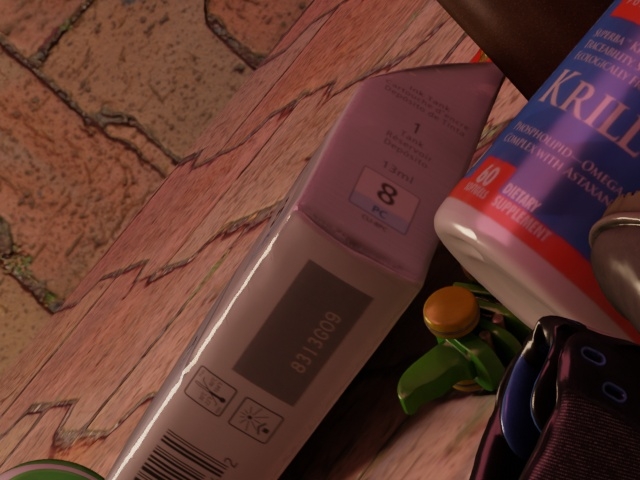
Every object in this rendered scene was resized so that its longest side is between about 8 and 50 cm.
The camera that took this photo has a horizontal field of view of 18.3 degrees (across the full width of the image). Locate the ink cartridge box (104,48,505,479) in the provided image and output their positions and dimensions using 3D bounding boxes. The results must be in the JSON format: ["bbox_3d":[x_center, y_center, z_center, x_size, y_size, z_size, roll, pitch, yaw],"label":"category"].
[{"bbox_3d":[0.000,0.000,1.271,0.308,0.091,0.385,-56,6,37],"label":"ink cartridge box"}]

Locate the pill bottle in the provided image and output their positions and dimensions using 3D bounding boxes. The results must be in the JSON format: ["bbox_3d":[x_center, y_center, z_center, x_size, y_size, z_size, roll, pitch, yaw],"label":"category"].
[{"bbox_3d":[0.163,-0.052,0.866,0.221,0.124,0.124,-50,11,-5],"label":"pill bottle"}]

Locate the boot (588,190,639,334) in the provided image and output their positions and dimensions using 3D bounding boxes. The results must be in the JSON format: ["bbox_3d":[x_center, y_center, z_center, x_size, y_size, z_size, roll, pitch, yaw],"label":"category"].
[{"bbox_3d":[0.107,0.088,0.697,0.208,0.076,0.190,-55,26,-8],"label":"boot"}]

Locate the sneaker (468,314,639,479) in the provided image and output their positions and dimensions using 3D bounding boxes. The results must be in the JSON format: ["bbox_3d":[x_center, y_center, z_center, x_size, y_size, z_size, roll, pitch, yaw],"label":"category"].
[{"bbox_3d":[0.126,0.041,0.579,0.217,0.121,0.079,-50,8,-13],"label":"sneaker"}]

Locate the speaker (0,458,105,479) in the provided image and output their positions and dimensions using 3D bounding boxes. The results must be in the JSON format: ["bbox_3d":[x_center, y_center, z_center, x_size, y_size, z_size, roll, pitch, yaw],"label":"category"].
[{"bbox_3d":[-0.184,0.241,1.208,0.131,0.131,0.296,-46,11,13],"label":"speaker"}]

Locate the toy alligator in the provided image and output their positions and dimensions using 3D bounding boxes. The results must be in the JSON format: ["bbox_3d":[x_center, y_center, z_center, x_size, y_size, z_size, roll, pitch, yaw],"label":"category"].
[{"bbox_3d":[0.105,0.022,1.049,0.051,0.056,0.189,16,54,31],"label":"toy alligator"}]

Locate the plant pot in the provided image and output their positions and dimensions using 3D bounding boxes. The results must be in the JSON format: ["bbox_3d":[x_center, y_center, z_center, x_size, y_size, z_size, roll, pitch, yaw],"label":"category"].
[{"bbox_3d":[0.150,-0.154,1.170,0.167,0.165,0.167,-46,12,12],"label":"plant pot"}]
